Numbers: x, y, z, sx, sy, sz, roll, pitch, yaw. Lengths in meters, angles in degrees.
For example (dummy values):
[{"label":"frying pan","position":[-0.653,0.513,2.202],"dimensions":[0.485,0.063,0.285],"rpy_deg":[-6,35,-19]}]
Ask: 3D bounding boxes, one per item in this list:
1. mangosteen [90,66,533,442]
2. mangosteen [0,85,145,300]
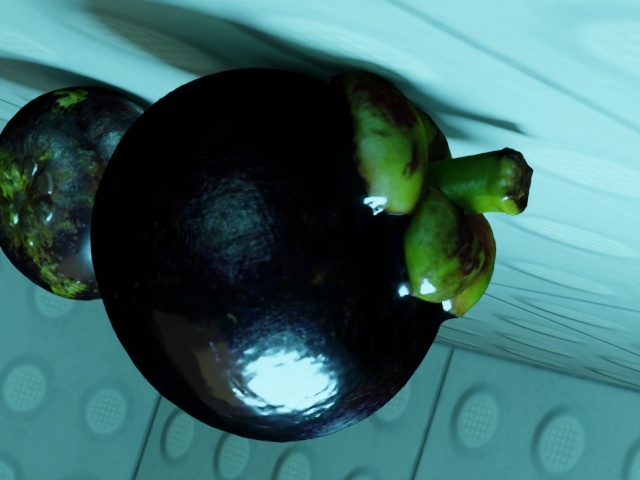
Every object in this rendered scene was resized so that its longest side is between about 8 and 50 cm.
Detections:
[{"label":"mangosteen","position":[0.000,0.000,1.176],"dimensions":[0.302,0.275,0.275],"rpy_deg":[-19,163,15]},{"label":"mangosteen","position":[-0.191,-0.046,1.568],"dimensions":[0.192,0.192,0.217],"rpy_deg":[13,-166,38]}]
